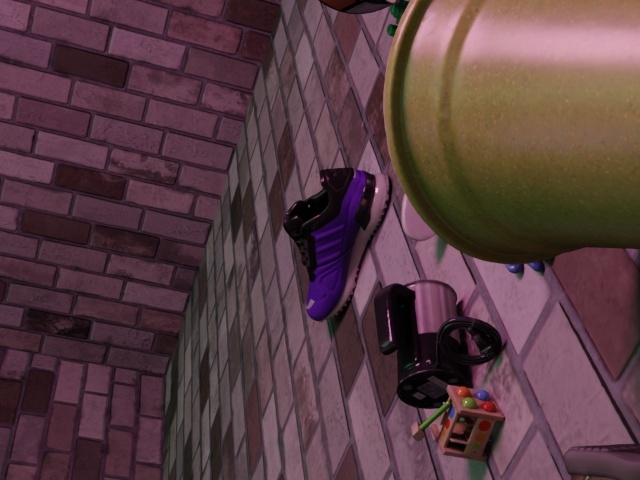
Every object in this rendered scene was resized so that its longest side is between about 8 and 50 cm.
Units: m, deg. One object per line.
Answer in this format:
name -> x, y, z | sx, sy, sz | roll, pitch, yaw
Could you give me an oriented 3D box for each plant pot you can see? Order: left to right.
plant pot -> 0.226, -0.099, 0.681 | 0.254, 0.276, 0.276 | 17, 95, 62

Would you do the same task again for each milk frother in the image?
milk frother -> 0.145, 0.102, 1.127 | 0.143, 0.129, 0.135 | -19, 46, 20

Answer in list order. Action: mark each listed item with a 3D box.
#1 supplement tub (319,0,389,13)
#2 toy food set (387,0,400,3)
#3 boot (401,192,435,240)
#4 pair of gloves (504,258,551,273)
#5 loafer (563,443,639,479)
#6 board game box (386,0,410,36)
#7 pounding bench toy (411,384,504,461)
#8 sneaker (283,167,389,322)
supplement tub -> 0.076, -0.438, 1.373 | 0.338, 0.207, 0.207 | -157, 79, -74
toy food set -> 0.186, -0.360, 1.032 | 0.092, 0.306, 0.220 | 32, 118, 28
boot -> 0.149, -0.087, 1.308 | 0.086, 0.069, 0.190 | 149, 140, -80
pair of gloves -> 0.234, -0.063, 1.037 | 0.159, 0.023, 0.198 | -107, 33, -62
loafer -> 0.255, 0.188, 0.657 | 0.251, 0.094, 0.087 | 145, 124, -75
board game box -> 0.209, -0.545, 1.465 | 0.390, 0.050, 0.390 | 146, 134, -68
pounding bench toy -> 0.145, 0.191, 1.039 | 0.052, 0.083, 0.065 | -112, 36, -65
sneaker -> 0.000, -0.001, 1.610 | 0.102, 0.146, 0.293 | -103, 29, -58
